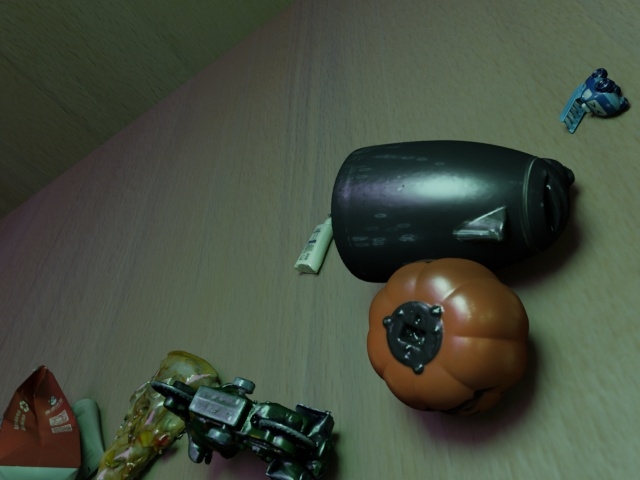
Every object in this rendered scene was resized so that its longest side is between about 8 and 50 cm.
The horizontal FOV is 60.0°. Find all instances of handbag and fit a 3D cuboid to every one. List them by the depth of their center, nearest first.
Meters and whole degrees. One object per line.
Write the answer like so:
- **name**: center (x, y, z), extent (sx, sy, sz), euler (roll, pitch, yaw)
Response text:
- **handbag**: center (-0.554, 0.386, 1.073), extent (0.171, 0.151, 0.298), euler (-65, 29, 16)

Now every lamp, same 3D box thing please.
- **lamp**: center (0.154, 0.113, 0.660), extent (0.188, 0.164, 0.187), euler (-12, 71, 40)

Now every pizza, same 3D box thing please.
- **pizza**: center (-0.311, 0.325, 0.990), extent (0.297, 0.071, 0.189), euler (-52, 36, -11)

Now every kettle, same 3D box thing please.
- **kettle**: center (0.203, -0.058, 0.784), extent (0.291, 0.207, 0.268), euler (-4, 23, 37)

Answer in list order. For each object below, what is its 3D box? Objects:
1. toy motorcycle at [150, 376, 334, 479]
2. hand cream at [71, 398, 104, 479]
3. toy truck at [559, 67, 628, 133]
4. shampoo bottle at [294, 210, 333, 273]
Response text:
- **toy motorcycle**: center (-0.102, 0.264, 0.773), extent (0.275, 0.187, 0.124), euler (9, 57, 28)
- **hand cream**: center (-0.465, 0.389, 1.103), extent (0.087, 0.054, 0.186), euler (-45, 41, 8)
- **toy truck**: center (0.408, -0.208, 0.841), extent (0.090, 0.056, 0.073), euler (-38, 28, 32)
- **shampoo bottle**: center (0.000, 0.000, 1.051), extent (0.049, 0.034, 0.141), euler (-10, 46, 50)
